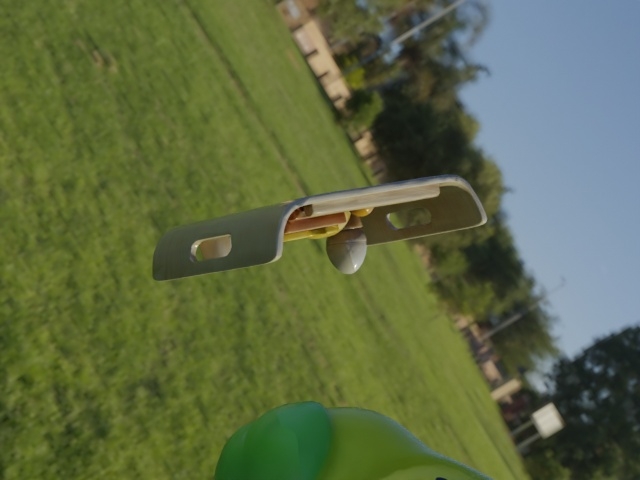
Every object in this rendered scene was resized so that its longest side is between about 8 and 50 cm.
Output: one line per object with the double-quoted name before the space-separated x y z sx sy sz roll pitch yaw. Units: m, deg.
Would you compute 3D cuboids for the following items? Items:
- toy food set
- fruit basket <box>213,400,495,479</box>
"toy food set" 0.000 0.000 1.237 0.220 0.306 0.092 -10 -89 50
"fruit basket" 0.091 0.242 0.537 0.392 0.392 0.283 58 -26 -13
